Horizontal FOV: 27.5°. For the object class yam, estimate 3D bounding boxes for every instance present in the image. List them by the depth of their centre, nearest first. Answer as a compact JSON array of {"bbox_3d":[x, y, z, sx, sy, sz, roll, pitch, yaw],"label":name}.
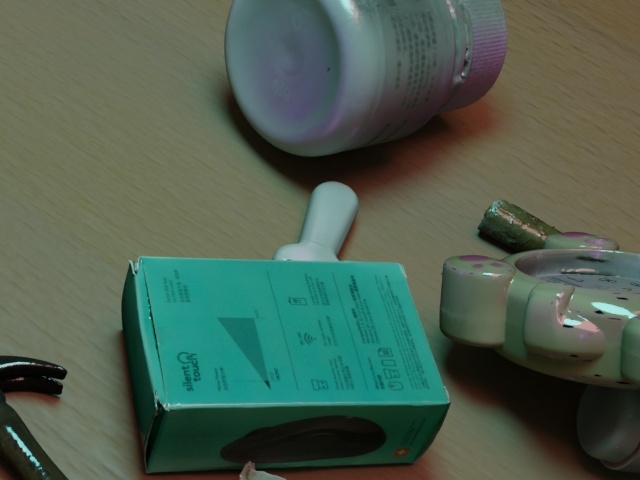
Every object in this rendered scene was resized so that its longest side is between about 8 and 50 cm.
[{"bbox_3d":[0.269,-0.005,1.669,0.132,0.054,0.054,30,43,9],"label":"yam"}]

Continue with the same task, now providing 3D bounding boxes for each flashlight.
[{"bbox_3d":[0.000,0.000,1.566,0.093,0.047,0.200,21,40,-1],"label":"flashlight"}]

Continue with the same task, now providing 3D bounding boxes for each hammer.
[{"bbox_3d":[-0.218,0.275,1.205,0.168,0.044,0.440,-25,60,-36],"label":"hammer"}]

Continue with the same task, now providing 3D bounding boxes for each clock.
[{"bbox_3d":[0.319,0.077,1.457,0.309,0.114,0.284,14,16,42],"label":"clock"}]

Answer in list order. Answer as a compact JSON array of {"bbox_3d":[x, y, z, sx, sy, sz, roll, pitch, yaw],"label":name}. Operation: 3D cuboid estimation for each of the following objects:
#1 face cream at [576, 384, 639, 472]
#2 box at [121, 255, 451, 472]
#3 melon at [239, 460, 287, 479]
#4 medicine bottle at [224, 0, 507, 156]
[{"bbox_3d":[0.350,0.200,1.447,0.104,0.117,0.117,17,42,-16],"label":"face cream"},{"bbox_3d":[-0.044,0.127,1.365,0.311,0.118,0.205,1,44,-21],"label":"box"},{"bbox_3d":[-0.027,0.294,1.226,0.202,0.093,0.139,38,53,24],"label":"melon"},{"bbox_3d":[0.065,-0.254,1.693,0.324,0.256,0.256,-18,55,-43],"label":"medicine bottle"}]
